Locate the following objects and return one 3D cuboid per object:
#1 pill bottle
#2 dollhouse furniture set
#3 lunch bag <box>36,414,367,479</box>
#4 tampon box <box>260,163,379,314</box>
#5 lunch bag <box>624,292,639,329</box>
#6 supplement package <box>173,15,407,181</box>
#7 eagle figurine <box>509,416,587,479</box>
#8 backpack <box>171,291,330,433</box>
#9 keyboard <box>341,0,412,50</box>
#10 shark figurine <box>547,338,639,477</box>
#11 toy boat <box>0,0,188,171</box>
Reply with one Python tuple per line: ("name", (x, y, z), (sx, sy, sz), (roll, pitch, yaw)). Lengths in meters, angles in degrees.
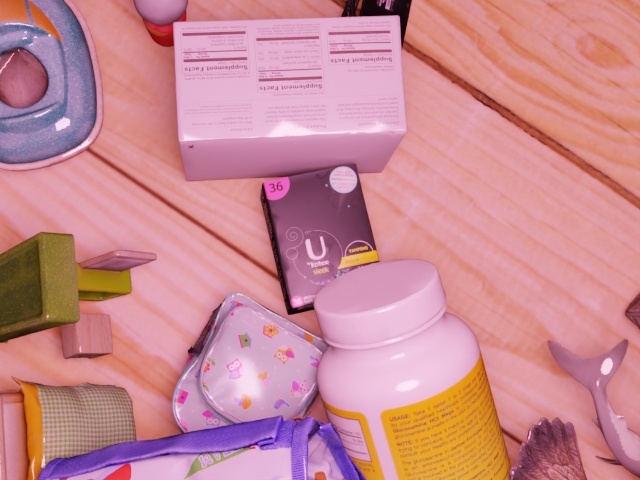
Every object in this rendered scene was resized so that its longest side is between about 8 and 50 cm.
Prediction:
("pill bottle", (0.105, 0.199, 1.145), (0.187, 0.188, 0.334), (-19, 108, -8))
("dollhouse furniture set", (-0.263, 0.161, 1.140), (0.197, 0.151, 0.302), (8, 70, -48))
("lunch bag", (-0.096, 0.378, 1.054), (0.327, 0.239, 0.386), (-14, 101, 19))
("tampon box", (0.000, 0.000, 1.264), (0.120, 0.101, 0.161), (-13, 82, -8))
("lunch bag", (0.573, 0.082, 1.247), (0.256, 0.212, 0.305), (44, 81, 3))
("supplement package", (-0.042, -0.167, 1.235), (0.261, 0.204, 0.145), (-2, 81, -6))
("eagle figurine", (0.341, 0.351, 1.147), (0.226, 0.298, 0.225), (-30, 42, -22))
("backpack", (-0.088, 0.175, 1.211), (0.165, 0.144, 0.188), (31, 82, -5))
("keyboard", (0.074, -0.329, 1.365), (0.100, 0.038, 0.192), (17, 78, -26))
("shark figurine", (0.377, 0.246, 1.251), (0.278, 0.116, 0.166), (35, 64, -25))
("toy boat", (-0.314, -0.245, 1.251), (0.318, 0.148, 0.268), (-22, 84, -8))
